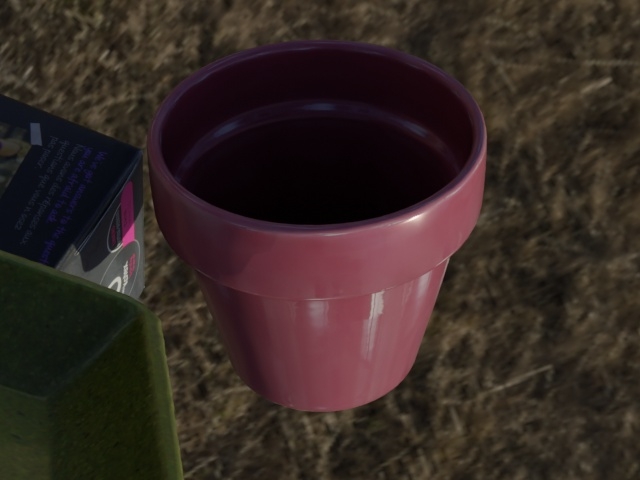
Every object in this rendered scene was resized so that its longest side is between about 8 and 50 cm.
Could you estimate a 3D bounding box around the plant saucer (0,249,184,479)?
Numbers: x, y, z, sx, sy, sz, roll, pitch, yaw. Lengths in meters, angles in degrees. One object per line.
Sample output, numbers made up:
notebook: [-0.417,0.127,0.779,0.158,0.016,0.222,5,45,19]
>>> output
plant saucer: [-0.130,0.047,0.366,0.188,0.045,0.188,21,20,-19]

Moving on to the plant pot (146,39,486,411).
plant pot: [0.000,0.000,0.890,0.201,0.180,0.201,-1,41,1]

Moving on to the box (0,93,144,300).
box: [-0.273,-0.015,1.007,0.270,0.165,0.143,23,53,11]
